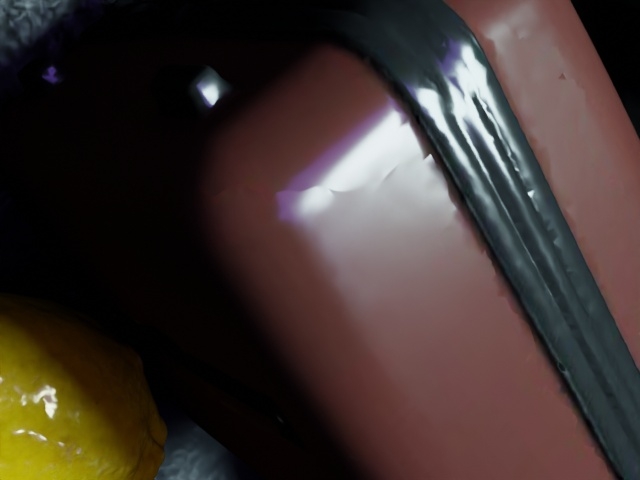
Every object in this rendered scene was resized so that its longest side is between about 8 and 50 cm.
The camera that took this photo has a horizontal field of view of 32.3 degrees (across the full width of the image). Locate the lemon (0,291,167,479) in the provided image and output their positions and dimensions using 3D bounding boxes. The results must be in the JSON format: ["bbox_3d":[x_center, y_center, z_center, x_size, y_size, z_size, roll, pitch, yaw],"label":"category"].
[{"bbox_3d":[-0.136,0.081,0.490,0.155,0.114,0.114,18,82,-41],"label":"lemon"}]

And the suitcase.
[{"bbox_3d":[0.000,0.000,0.475,0.161,0.297,0.236,-42,115,-18],"label":"suitcase"}]
